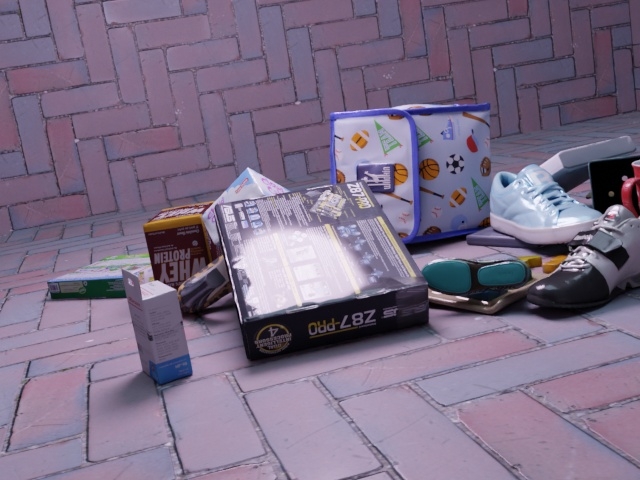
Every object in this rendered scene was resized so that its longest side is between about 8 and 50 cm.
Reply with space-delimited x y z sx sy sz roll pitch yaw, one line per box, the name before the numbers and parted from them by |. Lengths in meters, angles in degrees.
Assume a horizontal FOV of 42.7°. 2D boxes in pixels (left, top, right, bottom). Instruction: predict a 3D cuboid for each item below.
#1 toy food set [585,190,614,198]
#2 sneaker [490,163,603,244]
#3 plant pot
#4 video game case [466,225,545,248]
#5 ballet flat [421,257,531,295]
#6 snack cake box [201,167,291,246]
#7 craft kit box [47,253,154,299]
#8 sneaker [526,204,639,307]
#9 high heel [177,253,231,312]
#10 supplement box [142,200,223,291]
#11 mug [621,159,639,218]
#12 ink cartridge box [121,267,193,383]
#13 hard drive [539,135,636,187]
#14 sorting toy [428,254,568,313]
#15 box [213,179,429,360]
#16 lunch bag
toy food set | 0.774 -0.105 2.048 0.192 0.039 0.132 7 26 38
sneaker | 0.467 -0.083 1.748 0.135 0.150 0.366 -15 13 -21
plant pot | 0.677 -0.102 1.786 0.165 0.166 0.234 -6 4 18
video game case | 0.501 -0.030 1.904 0.274 0.026 0.196 -18 14 -40
ballet flat | 0.268 0.063 1.402 0.188 0.070 0.070 1 15 26
snack cake box | -0.111 -0.035 1.774 0.152 0.089 0.264 -43 -35 15
craft kit box | -0.511 0.087 2.072 0.249 0.061 0.246 -4 15 26
sneaker | 0.473 0.019 1.382 0.330 0.146 0.122 -17 15 -28
high heel | -0.183 0.065 1.715 0.261 0.093 0.186 -28 -5 -40
supplement box | -0.295 0.028 1.831 0.129 0.192 0.194 -9 12 4
mug | 0.661 -0.072 1.608 0.150 0.170 0.113 -9 12 6
ink cartridge box | -0.266 0.130 1.326 0.060 0.180 0.104 -15 13 -26
hard drive | 0.559 -0.141 1.983 0.232 0.047 0.353 -15 -13 -26
sorting toy | 0.326 0.064 1.530 0.307 0.041 0.229 -19 15 -41
box | -0.015 0.034 1.492 0.318 0.097 0.395 -13 33 -8
lunch bag | 0.212 -0.161 1.966 0.385 0.328 0.239 -5 8 -18
